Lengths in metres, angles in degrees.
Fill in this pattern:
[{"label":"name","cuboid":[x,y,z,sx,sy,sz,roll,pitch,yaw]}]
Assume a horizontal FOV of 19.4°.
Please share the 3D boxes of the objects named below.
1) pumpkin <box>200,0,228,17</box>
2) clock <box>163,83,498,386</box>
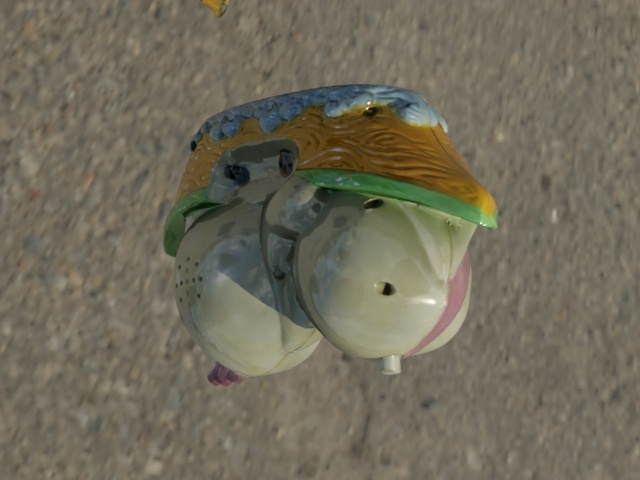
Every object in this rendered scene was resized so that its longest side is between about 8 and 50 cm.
[{"label":"pumpkin","cuboid":[-0.048,-0.182,1.142,0.035,0.073,0.101,29,158,-14]},{"label":"clock","cuboid":[0.000,0.000,0.954,0.103,0.144,0.231,9,167,-42]}]
